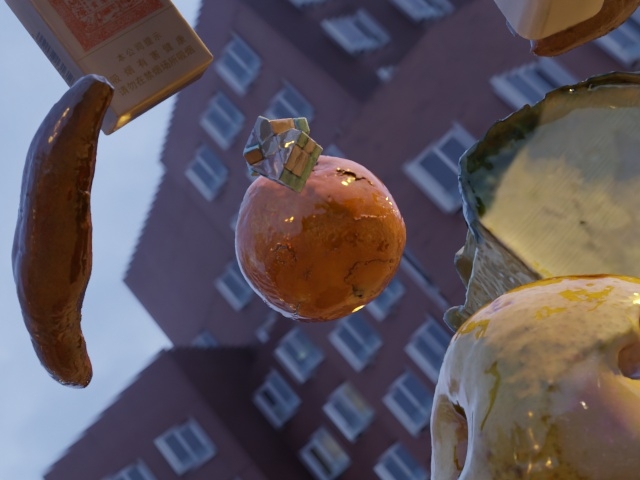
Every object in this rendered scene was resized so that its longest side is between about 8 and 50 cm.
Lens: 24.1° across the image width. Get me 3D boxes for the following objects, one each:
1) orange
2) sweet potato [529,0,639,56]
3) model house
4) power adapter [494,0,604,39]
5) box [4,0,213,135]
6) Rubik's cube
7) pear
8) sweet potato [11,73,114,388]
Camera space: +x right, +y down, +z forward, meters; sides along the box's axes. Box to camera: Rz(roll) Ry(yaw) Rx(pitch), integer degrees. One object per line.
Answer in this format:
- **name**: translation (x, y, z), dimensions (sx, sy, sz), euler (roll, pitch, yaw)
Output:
- **orange**: translation (0.000, 0.000, 2.161), dimensions (0.246, 0.246, 0.246), euler (-29, -34, -21)
- **sweet potato**: translation (0.449, -0.394, 2.256), dimensions (0.385, 0.109, 0.109), euler (-42, -29, -22)
- **model house**: translation (0.276, 0.050, 1.293), dimensions (0.261, 0.321, 0.266), euler (-38, -25, -26)
- **power adapter**: translation (0.283, -0.327, 1.875), dimensions (0.130, 0.125, 0.205), euler (-25, -21, -15)
- **box**: translation (-0.228, -0.230, 1.595), dimensions (0.141, 0.201, 0.058), euler (-35, -3, -28)
- **Rubik's cube**: translation (-0.047, -0.102, 1.694), dimensions (0.084, 0.073, 0.075), euler (-58, -30, -18)
- **pear**: translation (0.198, 0.149, 0.983), dimensions (0.271, 0.271, 0.271), euler (-29, -34, -21)
- **sweet potato**: translation (-0.183, 0.008, 1.047), dimensions (0.078, 0.058, 0.255), euler (-43, -37, -57)
